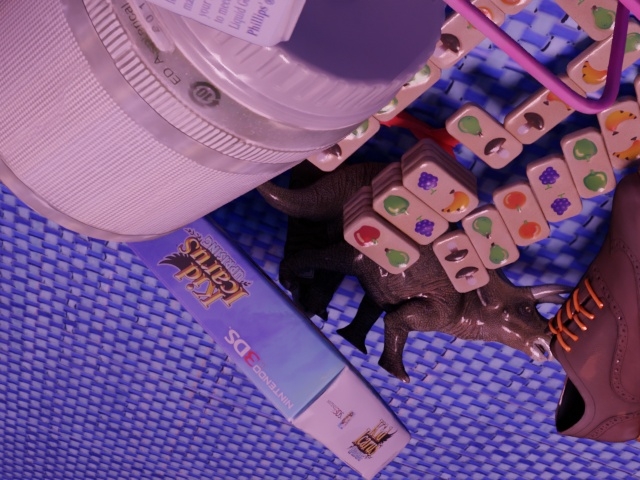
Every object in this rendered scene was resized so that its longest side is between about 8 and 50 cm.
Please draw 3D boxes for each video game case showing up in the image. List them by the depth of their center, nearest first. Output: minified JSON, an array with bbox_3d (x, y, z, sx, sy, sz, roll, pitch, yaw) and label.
[{"bbox_3d":[-0.055,0.058,0.961,0.269,0.061,0.244,45,177,24],"label":"video game case"}]

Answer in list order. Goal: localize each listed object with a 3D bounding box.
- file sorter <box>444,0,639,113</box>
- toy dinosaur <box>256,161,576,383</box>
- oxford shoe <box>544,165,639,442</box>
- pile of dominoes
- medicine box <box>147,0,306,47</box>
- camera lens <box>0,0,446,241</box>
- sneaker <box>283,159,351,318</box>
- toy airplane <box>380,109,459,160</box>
[{"bbox_3d":[0.190,-0.213,0.536,0.182,0.202,0.290,33,143,-26],"label":"file sorter"},{"bbox_3d":[0.057,0.009,0.995,0.313,0.160,0.121,41,176,-17],"label":"toy dinosaur"},{"bbox_3d":[0.225,0.062,0.920,0.098,0.097,0.271,-7,127,1],"label":"oxford shoe"},{"bbox_3d":[0.128,-0.065,0.843,0.196,0.040,0.251,36,121,-27],"label":"pile of dominoes"},{"bbox_3d":[-0.097,-0.269,0.523,0.289,0.264,0.149,21,146,-6],"label":"medicine box"},{"bbox_3d":[-0.086,-0.133,0.756,0.219,0.219,0.274,36,143,-26],"label":"camera lens"},{"bbox_3d":[0.000,0.000,1.047,0.066,0.071,0.188,11,147,10],"label":"sneaker"},{"bbox_3d":[0.058,-0.095,0.922,0.151,0.028,0.151,15,152,8],"label":"toy airplane"}]
